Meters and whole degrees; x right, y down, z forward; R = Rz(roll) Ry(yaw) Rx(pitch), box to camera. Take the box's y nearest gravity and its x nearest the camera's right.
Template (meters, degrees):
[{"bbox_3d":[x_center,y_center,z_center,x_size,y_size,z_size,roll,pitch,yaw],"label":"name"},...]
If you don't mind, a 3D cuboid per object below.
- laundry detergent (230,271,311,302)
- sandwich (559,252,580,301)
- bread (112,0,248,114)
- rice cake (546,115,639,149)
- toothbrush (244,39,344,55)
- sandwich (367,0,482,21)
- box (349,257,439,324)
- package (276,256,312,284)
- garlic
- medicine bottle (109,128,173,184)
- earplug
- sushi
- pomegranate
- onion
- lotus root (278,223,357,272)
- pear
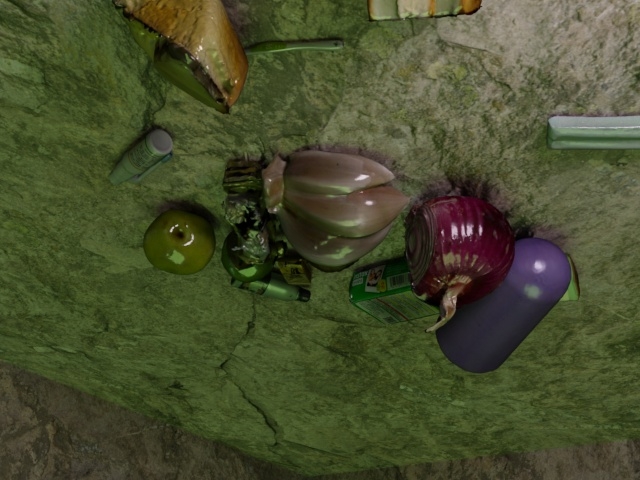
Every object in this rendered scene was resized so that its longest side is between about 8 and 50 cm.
[{"bbox_3d":[-0.135,0.127,2.151,0.226,0.070,0.099,18,145,-17],"label":"laundry detergent"},{"bbox_3d":[0.596,0.092,1.887,0.074,0.074,0.116,-8,145,25],"label":"sandwich"},{"bbox_3d":[-0.217,-0.337,1.313,0.262,0.163,0.204,43,167,31],"label":"bread"},{"bbox_3d":[0.545,-0.202,1.444,0.222,0.042,0.080,1,147,13],"label":"rice cake"},{"bbox_3d":[-0.085,-0.349,1.389,0.263,0.022,0.026,1,160,14],"label":"toothbrush"},{"bbox_3d":[0.157,-0.435,1.105,0.155,0.227,0.198,1,113,17],"label":"sandwich"},{"bbox_3d":[0.216,0.134,2.036,0.250,0.103,0.180,-17,140,39],"label":"box"},{"bbox_3d":[-0.072,0.072,2.063,0.071,0.047,0.131,-1,147,21],"label":"package"},{"bbox_3d":[0.025,-0.063,1.680,0.325,0.132,0.279,16,132,9],"label":"garlic"},{"bbox_3d":[-0.401,-0.180,1.726,0.092,0.061,0.221,9,156,-40],"label":"medicine bottle"},{"bbox_3d":[0.469,0.152,1.911,0.215,0.215,0.456,14,145,-8],"label":"earplug"},{"bbox_3d":[-0.177,-0.058,1.783,0.139,0.131,0.290,1,139,7],"label":"sushi"},{"bbox_3d":[-0.170,0.046,1.955,0.169,0.143,0.122,2,120,-8],"label":"pomegranate"},{"bbox_3d":[0.319,0.017,1.698,0.256,0.272,0.230,-8,154,-43],"label":"onion"},{"bbox_3d":[0.000,0.000,1.849,0.214,0.138,0.138,32,143,-22],"label":"lotus root"},{"bbox_3d":[-0.359,0.008,1.944,0.180,0.166,0.216,1,173,-10],"label":"pear"}]
